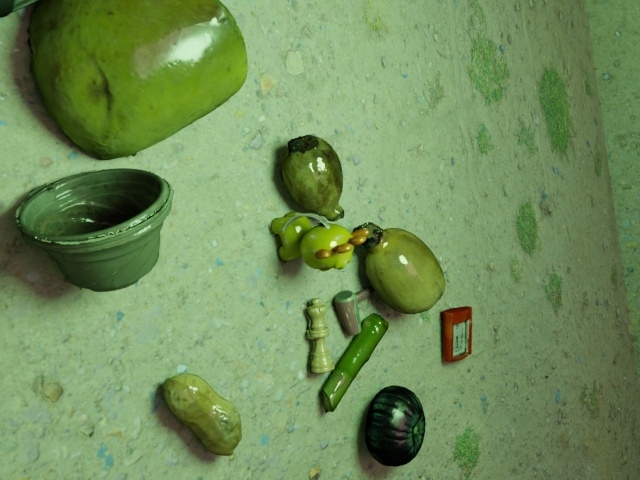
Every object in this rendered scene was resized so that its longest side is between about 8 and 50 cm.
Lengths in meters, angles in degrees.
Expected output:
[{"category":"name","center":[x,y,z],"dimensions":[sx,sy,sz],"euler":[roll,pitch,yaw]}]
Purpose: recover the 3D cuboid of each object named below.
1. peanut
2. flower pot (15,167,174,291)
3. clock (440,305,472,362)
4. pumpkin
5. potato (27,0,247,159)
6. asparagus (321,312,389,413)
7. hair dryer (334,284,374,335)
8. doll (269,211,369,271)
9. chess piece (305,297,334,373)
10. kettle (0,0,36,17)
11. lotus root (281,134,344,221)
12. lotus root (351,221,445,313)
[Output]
[{"category":"peanut","center":[-0.218,0.329,1.075],"dimensions":[0.214,0.099,0.099],"euler":[53,56,-22]},{"category":"flower pot","center":[-0.343,-0.009,0.894],"dimensions":[0.235,0.235,0.140],"euler":[-32,132,-39]},{"category":"clock","center":[0.403,0.280,1.681],"dimensions":[0.113,0.061,0.155],"euler":[-7,97,-43]},{"category":"pumpkin","center":[0.185,0.466,1.415],"dimensions":[0.202,0.140,0.201],"euler":[-4,95,-59]},{"category":"potato","center":[-0.299,-0.286,0.923],"dimensions":[0.330,0.213,0.280],"euler":[47,58,-30]},{"category":"asparagus","center":[0.079,0.294,1.374],"dimensions":[0.277,0.060,0.067],"euler":[-49,140,-33]},{"category":"hair dryer","center":[0.101,0.154,1.406],"dimensions":[0.154,0.054,0.106],"euler":[-39,119,-42]},{"category":"doll","center":[0.000,0.000,1.197],"dimensions":[0.143,0.221,0.135],"euler":[-25,110,-38]},{"category":"chess piece","center":[-0.005,0.218,1.299],"dimensions":[0.060,0.060,0.171],"euler":[-8,92,-43]},{"category":"kettle","center":[-0.415,-0.463,0.794],"dimensions":[0.207,0.251,0.271],"euler":[53,52,-9]},{"category":"lotus root","center":[-0.012,-0.132,1.252],"dimensions":[0.138,0.138,0.214],"euler":[-38,115,-37]},{"category":"lotus root","center":[0.192,0.058,1.411],"dimensions":[0.310,0.183,0.182],"euler":[47,59,-24]}]
